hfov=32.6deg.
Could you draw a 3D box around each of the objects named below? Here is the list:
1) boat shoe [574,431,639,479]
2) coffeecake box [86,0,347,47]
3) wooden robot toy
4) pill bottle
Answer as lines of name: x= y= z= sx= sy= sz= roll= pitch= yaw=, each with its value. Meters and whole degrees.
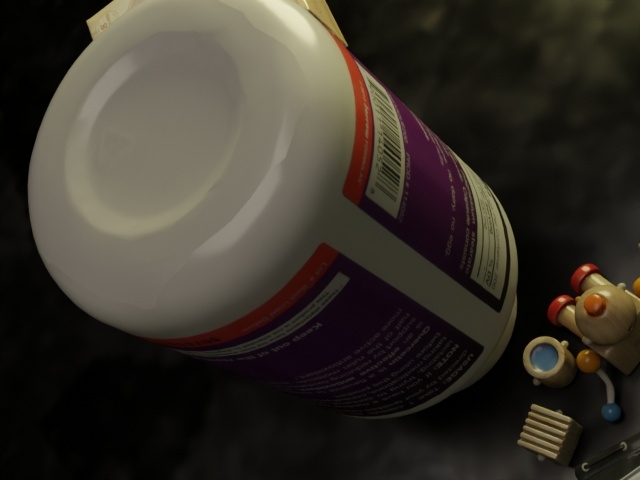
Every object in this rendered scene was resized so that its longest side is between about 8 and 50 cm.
boat shoe: x=0.210 y=0.112 z=0.638 sx=0.142 sy=0.049 sz=0.040 roll=-41 pitch=56 yaw=14
coffeecake box: x=-0.091 y=-0.173 z=0.914 sx=0.185 sy=0.068 sz=0.142 roll=-33 pitch=59 yaw=17
wooden robot toy: x=0.165 y=0.051 z=0.668 sx=0.076 sy=0.079 sz=0.173 roll=38 pitch=92 yaw=35
pill bottle: x=0.000 y=0.000 z=0.637 sx=0.182 sy=0.323 sz=0.181 roll=-11 pitch=66 yaw=27
